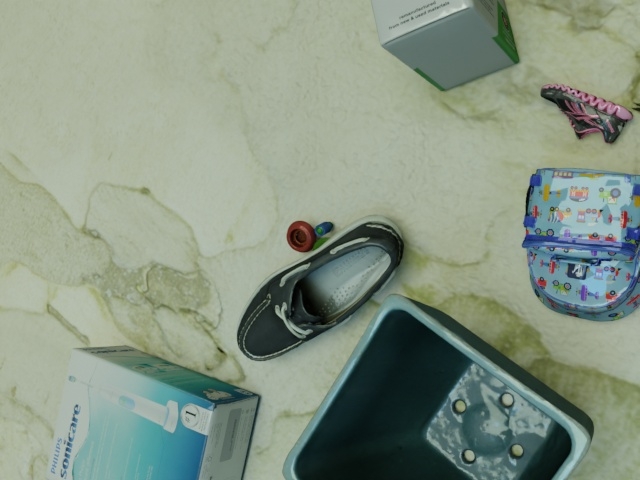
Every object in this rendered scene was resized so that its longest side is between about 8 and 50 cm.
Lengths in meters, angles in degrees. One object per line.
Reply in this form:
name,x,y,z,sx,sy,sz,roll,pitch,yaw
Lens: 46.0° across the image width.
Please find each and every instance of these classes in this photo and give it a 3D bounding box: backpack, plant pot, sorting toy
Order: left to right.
sorting toy,0.000,0.000,1.112,0.101,0.042,0.061,31,115,16
plant pot,0.160,0.233,0.871,0.247,0.252,0.247,36,101,27
backpack,0.313,0.007,0.892,0.158,0.116,0.174,12,93,30

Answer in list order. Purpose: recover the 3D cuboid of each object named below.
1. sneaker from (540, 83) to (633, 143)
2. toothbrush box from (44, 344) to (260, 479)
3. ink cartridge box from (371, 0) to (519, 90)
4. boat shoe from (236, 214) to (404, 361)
sneaker,0.326,-0.158,0.947,0.119,0.047,0.057,31,111,29
toothbrush box,-0.264,0.305,1.168,0.295,0.126,0.217,12,91,29
ink cartridge box,0.143,-0.369,0.974,0.121,0.211,0.290,-17,75,28
boat shoe,-0.013,0.079,1.055,0.114,0.091,0.302,42,110,-10
